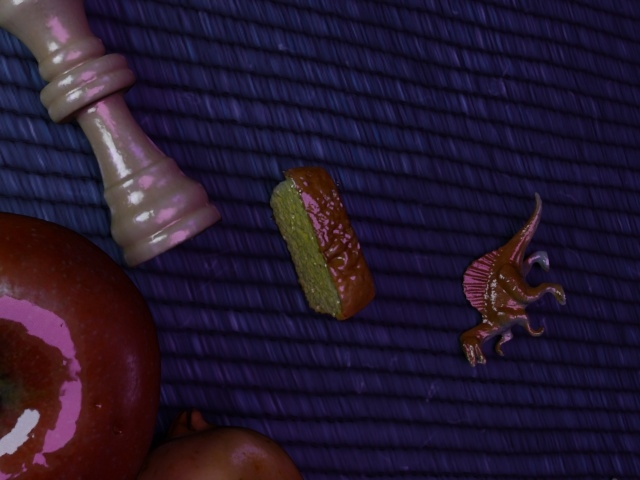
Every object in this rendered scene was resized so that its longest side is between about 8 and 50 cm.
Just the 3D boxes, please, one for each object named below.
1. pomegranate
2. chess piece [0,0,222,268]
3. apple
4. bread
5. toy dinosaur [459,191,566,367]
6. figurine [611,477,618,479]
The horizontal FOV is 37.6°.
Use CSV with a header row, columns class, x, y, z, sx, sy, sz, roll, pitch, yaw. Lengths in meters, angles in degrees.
class,x,y,z,sx,sy,sz,roll,pitch,yaw
pomegranate,-0.111,0.289,0.993,0.209,0.209,0.209,1,87,-22
chess piece,-0.249,-0.168,1.009,0.117,0.117,0.397,-30,97,-21
apple,-0.319,0.142,0.875,0.348,0.277,0.349,1,87,-23
bread,0.000,0.000,1.105,0.065,0.103,0.188,-27,96,-21
toy dinosaur,0.241,0.053,1.238,0.142,0.057,0.212,-9,79,-3
figurine,0.373,0.404,1.260,0.083,0.083,0.187,48,62,-14
